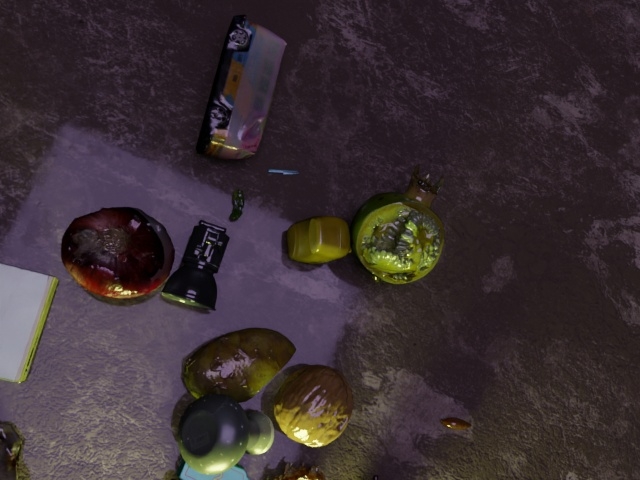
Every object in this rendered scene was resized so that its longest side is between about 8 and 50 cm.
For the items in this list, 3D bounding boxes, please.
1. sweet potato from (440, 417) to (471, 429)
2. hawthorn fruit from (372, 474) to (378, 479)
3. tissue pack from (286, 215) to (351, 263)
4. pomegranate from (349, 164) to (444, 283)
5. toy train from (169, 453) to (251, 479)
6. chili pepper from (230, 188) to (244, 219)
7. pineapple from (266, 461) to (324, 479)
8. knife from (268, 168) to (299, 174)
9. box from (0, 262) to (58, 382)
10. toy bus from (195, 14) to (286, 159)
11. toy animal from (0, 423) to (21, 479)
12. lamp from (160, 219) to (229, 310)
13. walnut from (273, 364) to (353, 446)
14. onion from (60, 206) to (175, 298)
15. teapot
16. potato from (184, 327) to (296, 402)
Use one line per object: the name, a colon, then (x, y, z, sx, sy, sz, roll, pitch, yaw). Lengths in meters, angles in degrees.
sweet potato: (0.389, 0.522, 1.853, 0.095, 0.034, 0.034, 9, 78, -11)
hawthorn fruit: (0.146, 0.712, 1.681, 0.185, 0.185, 0.202, 2, 73, -15)
tissue pack: (0.000, 0.000, 1.760, 0.127, 0.178, 0.123, 6, 77, -35)
pomegranate: (0.223, -0.040, 1.783, 0.260, 0.260, 0.341, 30, 93, -9)
toy train: (-0.274, 0.613, 1.614, 0.203, 0.112, 0.163, 28, 69, -12)
chili pepper: (-0.228, -0.099, 1.794, 0.030, 0.034, 0.091, 3, 79, 19)
pineapple: (-0.079, 0.681, 1.669, 0.236, 0.114, 0.186, -36, 92, -8)
knife: (-0.104, -0.194, 1.853, 0.091, 0.005, 0.014, 1, 79, -16)
box: (-0.780, 0.192, 1.578, 0.210, 0.045, 0.270, 15, 77, -13)
toy bus: (-0.214, -0.398, 1.774, 0.162, 0.171, 0.386, 16, 77, -16)
toy animal: (-0.823, 0.599, 1.420, 0.344, 0.194, 0.303, -20, 81, -12)
lamp: (-0.303, 0.051, 1.672, 0.147, 0.172, 0.227, 19, 78, -10)
walnut: (-0.013, 0.421, 1.676, 0.213, 0.213, 0.213, 3, 80, -15)
onion: (-0.509, 0.045, 1.625, 0.272, 0.195, 0.272, 20, 43, -20)
teapot: (-0.216, 0.467, 1.576, 0.183, 0.251, 0.184, -8, 71, 26)
potato: (-0.201, 0.319, 1.668, 0.298, 0.141, 0.176, -17, 96, -17)
